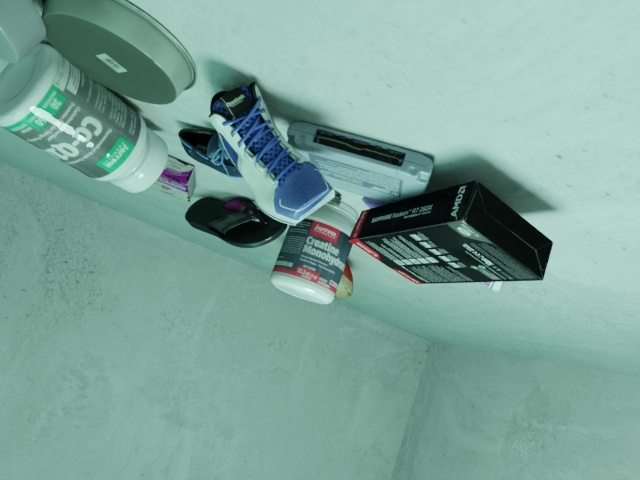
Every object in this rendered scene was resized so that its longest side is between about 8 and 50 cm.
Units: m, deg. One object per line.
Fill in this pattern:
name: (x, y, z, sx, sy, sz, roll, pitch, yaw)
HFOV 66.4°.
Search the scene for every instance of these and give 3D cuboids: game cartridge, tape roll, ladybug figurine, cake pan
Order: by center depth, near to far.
tape roll: (-0.572, -0.407, 0.808, 0.219, 0.072, 0.219, 31, 161, 12)
cake pan: (-0.377, -0.349, 0.908, 0.292, 0.054, 0.293, 19, 166, 5)
game cartridge: (0.081, -0.152, 1.026, 0.293, 0.060, 0.196, 18, 163, 10)
ladybug figurine: (-0.002, 0.123, 2.001, 0.304, 0.162, 0.449, 16, 166, 14)

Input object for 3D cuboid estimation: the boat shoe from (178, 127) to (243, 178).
boat shoe: (-0.241, -0.209, 1.159, 0.258, 0.109, 0.089, 11, 161, 28)

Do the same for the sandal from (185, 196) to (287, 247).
sandal: (-0.316, -0.079, 1.690, 0.445, 0.168, 0.107, 12, 147, 32)

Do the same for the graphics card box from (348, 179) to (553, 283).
graphics card box: (0.255, 0.002, 1.034, 0.232, 0.094, 0.370, 32, 161, -21)

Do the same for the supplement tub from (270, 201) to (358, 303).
supplement tub: (-0.013, 0.027, 1.391, 0.191, 0.273, 0.191, 19, 167, 5)

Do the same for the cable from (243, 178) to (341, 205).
cable: (-0.090, -0.138, 1.289, 0.287, 0.072, 0.139, 25, 171, -20)

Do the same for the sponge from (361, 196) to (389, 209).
sponge: (0.201, -0.064, 1.242, 0.117, 0.031, 0.210, 10, 163, 37)

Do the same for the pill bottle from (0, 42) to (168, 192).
pill bottle: (-0.551, -0.268, 1.160, 0.204, 0.204, 0.361, 11, 165, 33)

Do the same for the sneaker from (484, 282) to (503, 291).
sneaker: (0.388, 0.024, 1.201, 0.160, 0.102, 0.282, 18, 156, 25)

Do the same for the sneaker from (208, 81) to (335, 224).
sneaker: (-0.122, -0.179, 0.911, 0.315, 0.127, 0.182, 46, 170, 27)

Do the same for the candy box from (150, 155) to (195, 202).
candy box: (-0.493, -0.209, 1.597, 0.159, 0.071, 0.233, 22, 166, -10)
